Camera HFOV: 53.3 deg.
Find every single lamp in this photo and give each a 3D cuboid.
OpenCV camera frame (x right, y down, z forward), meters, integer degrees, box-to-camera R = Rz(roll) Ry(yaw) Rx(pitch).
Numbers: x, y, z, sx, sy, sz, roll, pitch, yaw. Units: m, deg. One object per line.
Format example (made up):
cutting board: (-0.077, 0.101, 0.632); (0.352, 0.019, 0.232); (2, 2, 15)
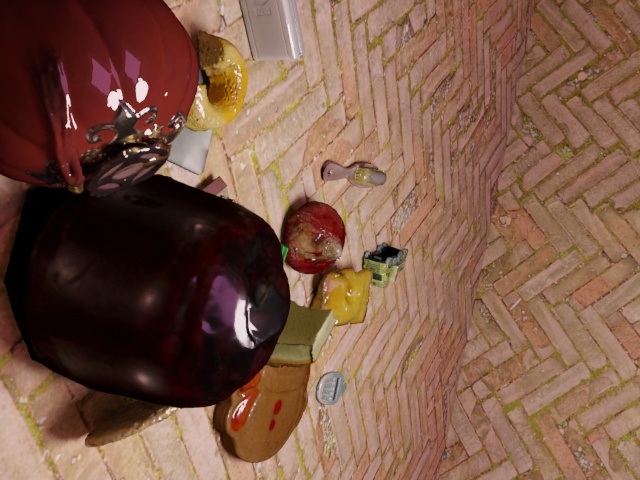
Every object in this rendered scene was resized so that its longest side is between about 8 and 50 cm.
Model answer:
lamp: (-0.300, -0.191, 0.800); (0.303, 0.303, 0.257); (-23, 83, -56)

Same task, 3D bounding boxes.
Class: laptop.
laptop: (-0.269, -0.240, 1.115); (0.269, 0.015, 0.188); (25, 76, -60)

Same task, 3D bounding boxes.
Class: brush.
brush: (0.101, -0.181, 1.741); (0.313, 0.067, 0.072); (-2, 101, -58)

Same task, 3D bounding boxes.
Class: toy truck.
toy truck: (0.199, 0.083, 1.970); (0.191, 0.085, 0.116); (-24, 124, -58)

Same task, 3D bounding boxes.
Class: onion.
onion: (0.000, 0.000, 1.531); (0.184, 0.147, 0.184); (-24, 124, -40)

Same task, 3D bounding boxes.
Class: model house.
model house: (-0.206, -0.079, 1.234); (0.083, 0.057, 0.058); (-46, 140, -43)

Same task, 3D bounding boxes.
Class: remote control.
remote control: (-0.107, -0.491, 1.239); (0.055, 0.103, 0.277); (-51, 140, -45)

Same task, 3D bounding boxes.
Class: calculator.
calculator: (0.032, 0.425, 1.836); (0.153, 0.021, 0.095); (21, 80, -60)

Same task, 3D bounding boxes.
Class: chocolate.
chocolate: (-0.215, 0.066, 0.960); (0.383, 0.331, 0.384); (-6, 96, -59)

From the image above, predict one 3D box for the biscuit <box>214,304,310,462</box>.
biscuit: (-0.118, 0.331, 1.510); (0.359, 0.074, 0.381); (29, 76, -61)

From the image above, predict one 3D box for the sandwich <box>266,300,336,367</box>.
sandwich: (-0.104, 0.188, 1.358); (0.212, 0.245, 0.063); (-50, 144, -66)

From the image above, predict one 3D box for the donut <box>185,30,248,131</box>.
donut: (-0.192, -0.277, 1.153); (0.146, 0.078, 0.181); (53, 52, -48)

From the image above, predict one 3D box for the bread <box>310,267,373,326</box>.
bread: (0.053, 0.152, 1.734); (0.233, 0.088, 0.161); (4, 90, -58)

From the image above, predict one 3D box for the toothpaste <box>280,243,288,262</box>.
toothpaste: (-0.122, 0.091, 1.445); (0.037, 0.043, 0.178); (39, 65, -60)

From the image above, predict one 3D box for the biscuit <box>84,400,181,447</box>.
biscuit: (-0.289, 0.281, 1.064); (0.220, 0.220, 0.033); (-30, 95, -54)
